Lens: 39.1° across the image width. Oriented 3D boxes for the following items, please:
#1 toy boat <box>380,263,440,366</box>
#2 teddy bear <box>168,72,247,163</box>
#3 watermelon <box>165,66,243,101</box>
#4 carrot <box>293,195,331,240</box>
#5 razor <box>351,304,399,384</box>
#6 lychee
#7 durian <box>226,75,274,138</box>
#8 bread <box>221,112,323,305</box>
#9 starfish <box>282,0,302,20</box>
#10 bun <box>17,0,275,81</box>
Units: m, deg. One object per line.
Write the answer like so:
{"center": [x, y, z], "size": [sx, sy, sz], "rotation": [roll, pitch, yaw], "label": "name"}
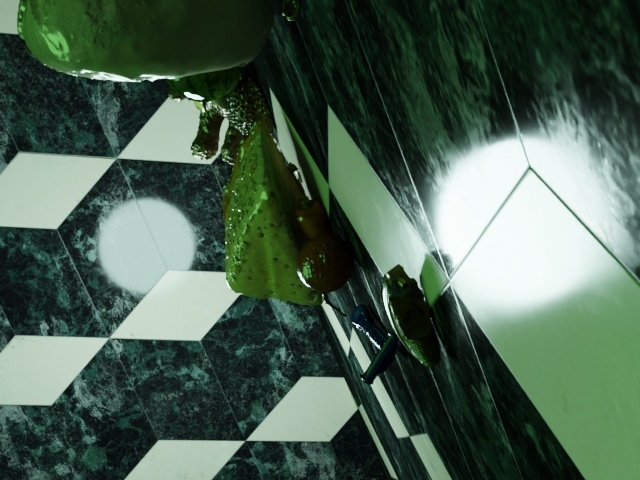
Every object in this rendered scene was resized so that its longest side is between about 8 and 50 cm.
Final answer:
{"center": [0.108, 0.088, 1.071], "size": [0.049, 0.047, 0.149], "rotation": [34, 152, 56], "label": "toy boat"}
{"center": [-0.262, -0.343, 2.182], "size": [0.222, 0.246, 0.296], "rotation": [7, -87, -62], "label": "teddy bear"}
{"center": [-0.264, -0.412, 1.973], "size": [0.188, 0.187, 0.215], "rotation": [-128, 18, -73], "label": "watermelon"}
{"center": [0.000, 0.000, 1.824], "size": [0.257, 0.061, 0.061], "rotation": [67, 177, -50], "label": "carrot"}
{"center": [0.098, 0.174, 1.602], "size": [0.056, 0.093, 0.324], "rotation": [32, -175, -9], "label": "razor"}
{"center": [0.007, 0.051, 1.607], "size": [0.114, 0.101, 0.140], "rotation": [51, 127, 35], "label": "lychee"}
{"center": [-0.171, -0.303, 2.060], "size": [0.148, 0.091, 0.189], "rotation": [90, 158, -78], "label": "durian"}
{"center": [-0.062, -0.051, 1.858], "size": [0.315, 0.278, 0.249], "rotation": [126, 153, -44], "label": "bread"}
{"center": [-0.044, -0.298, 1.018], "size": [0.078, 0.028, 0.091], "rotation": [55, 167, 39], "label": "starfish"}
{"center": [-0.223, -0.335, 1.163], "size": [0.360, 0.359, 0.211], "rotation": [-122, 29, -62], "label": "bun"}
